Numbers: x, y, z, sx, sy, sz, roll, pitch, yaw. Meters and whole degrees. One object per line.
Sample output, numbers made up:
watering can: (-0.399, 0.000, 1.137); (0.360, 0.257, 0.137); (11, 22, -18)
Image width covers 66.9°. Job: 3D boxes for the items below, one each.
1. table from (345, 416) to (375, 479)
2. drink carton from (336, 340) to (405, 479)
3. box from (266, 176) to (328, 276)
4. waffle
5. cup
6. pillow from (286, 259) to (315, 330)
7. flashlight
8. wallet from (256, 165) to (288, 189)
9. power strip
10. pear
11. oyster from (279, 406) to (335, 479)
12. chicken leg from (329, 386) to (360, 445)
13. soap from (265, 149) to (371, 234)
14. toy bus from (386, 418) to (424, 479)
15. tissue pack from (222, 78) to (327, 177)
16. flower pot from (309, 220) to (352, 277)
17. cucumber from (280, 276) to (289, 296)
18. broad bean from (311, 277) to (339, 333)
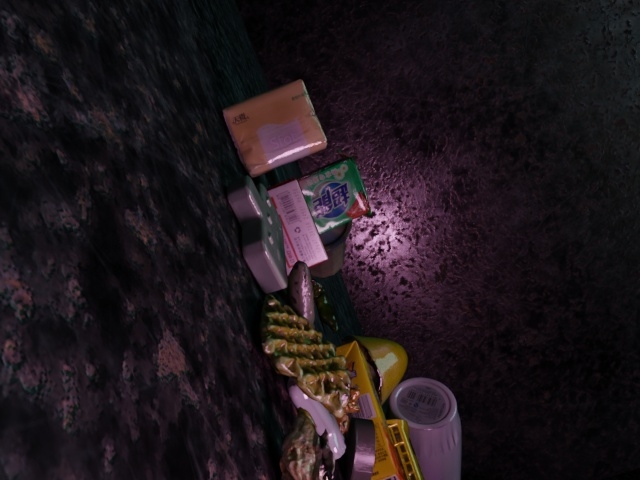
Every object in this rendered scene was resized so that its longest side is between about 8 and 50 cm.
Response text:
table: (0.084, 0.449, 1.032); (0.133, 0.043, 0.133); (-173, -90, -88)
drink carton: (0.104, 0.450, 1.227); (0.154, 0.111, 0.351); (65, 5, -46)
box: (-0.072, -0.029, 1.202); (0.050, 0.123, 0.229); (-110, 178, -78)
waffle: (-0.029, 0.196, 0.836); (0.204, 0.054, 0.223); (40, 11, -15)
cup: (0.321, 0.640, 1.546); (0.253, 0.253, 0.371); (-103, -176, -59)
pillow: (-0.042, 0.150, 0.989); (0.093, 0.051, 0.241); (-144, -132, -67)
flashlight: (-0.009, 0.320, 0.884); (0.093, 0.047, 0.200); (-104, 169, -62)
wallet: (-0.149, -0.228, 1.452); (0.360, 0.083, 0.252); (-101, 174, -71)
power strip: (-0.128, -0.037, 0.987); (0.265, 0.059, 0.193); (-102, 171, -56)
pear: (0.187, 0.387, 1.520); (0.267, 0.178, 0.267); (52, -26, 40)
oyster: (-0.016, 0.344, 0.632); (0.133, 0.072, 0.209); (-125, -147, -84)
chicken leg: (0.039, 0.353, 1.006); (0.085, 0.101, 0.207); (-78, 158, -59)
soap: (-0.017, -0.094, 1.278); (0.098, 0.273, 0.218); (-132, -160, -72)
toy bus: (0.191, 0.595, 1.305); (0.144, 0.152, 0.330); (60, 11, -56)
tissue pack: (-0.113, -0.279, 1.218); (0.090, 0.222, 0.186); (-142, -149, -80)
flower pot: (0.000, 0.000, 1.538); (0.202, 0.212, 0.212); (80, -6, -56)
cucumber: (-0.073, 0.111, 1.104); (0.155, 0.037, 0.037); (57, 13, -61)
broad bean: (0.011, 0.209, 1.560); (0.195, 0.046, 0.061); (66, 15, 15)
